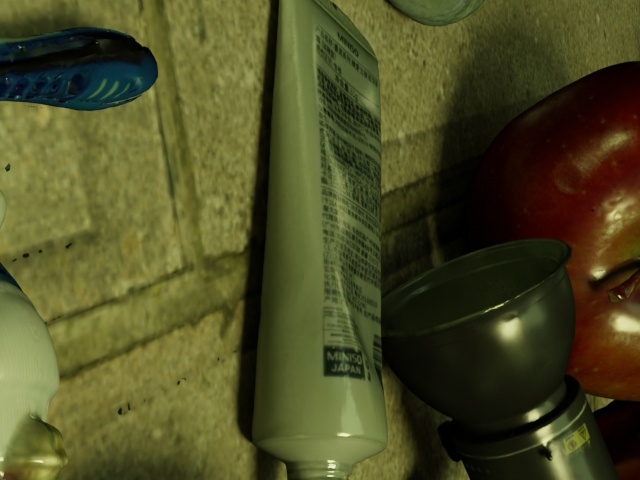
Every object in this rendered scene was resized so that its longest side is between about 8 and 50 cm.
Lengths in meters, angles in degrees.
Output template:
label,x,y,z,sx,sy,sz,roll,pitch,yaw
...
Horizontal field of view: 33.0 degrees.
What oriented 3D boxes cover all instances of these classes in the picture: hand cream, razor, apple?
label,x,y,z,sx,sy,sz,roll,pitch,yaw
hand cream,0.000,0.000,0.663,0.124,0.077,0.341,31,54,-54
razor,-0.166,-0.061,0.391,0.056,0.093,0.324,50,28,8
apple,0.267,-0.009,0.889,0.317,0.288,0.288,-34,118,-74

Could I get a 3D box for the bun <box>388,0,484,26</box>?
label,x,y,z,sx,sy,sz,roll,pitch,yaw
bun,0.093,-0.229,0.802,0.141,0.083,0.141,-2,93,-59

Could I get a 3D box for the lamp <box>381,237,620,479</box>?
label,x,y,z,sx,sy,sz,roll,pitch,yaw
lamp,0.137,0.130,0.756,0.147,0.172,0.227,-27,102,-21

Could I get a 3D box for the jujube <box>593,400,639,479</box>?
label,x,y,z,sx,sy,sz,roll,pitch,yaw
jujube,0.300,0.314,0.976,0.377,0.258,0.258,62,39,-26

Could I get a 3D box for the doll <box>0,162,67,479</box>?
label,x,y,z,sx,sy,sz,roll,pitch,yaw
doll,-0.129,0.096,0.339,0.215,0.161,0.257,66,22,-82
